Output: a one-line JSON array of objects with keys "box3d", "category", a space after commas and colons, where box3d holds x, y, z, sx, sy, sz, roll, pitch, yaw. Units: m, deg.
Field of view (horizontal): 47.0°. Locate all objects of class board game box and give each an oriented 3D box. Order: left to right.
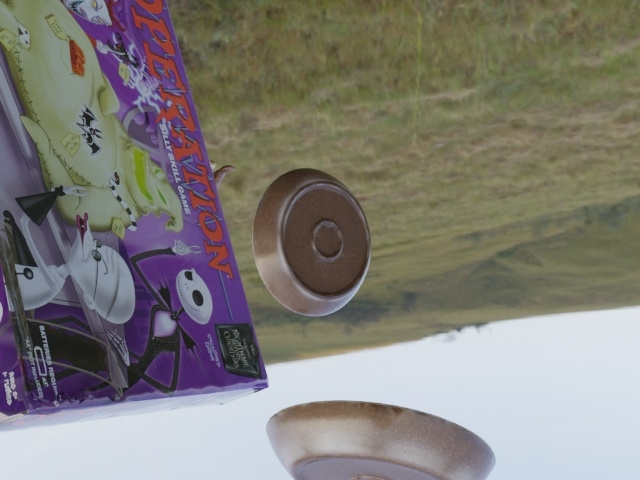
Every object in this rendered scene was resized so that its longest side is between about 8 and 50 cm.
[{"box3d": [-0.143, -0.066, 0.453, 0.056, 0.347, 0.208, -22, 164, 18], "category": "board game box"}]

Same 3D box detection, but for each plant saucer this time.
[{"box3d": [0.000, 0.000, 0.822, 0.168, 0.169, 0.029, -10, 180, -40], "category": "plant saucer"}, {"box3d": [0.048, 0.193, 0.626, 0.198, 0.036, 0.199, 7, 145, 5], "category": "plant saucer"}]

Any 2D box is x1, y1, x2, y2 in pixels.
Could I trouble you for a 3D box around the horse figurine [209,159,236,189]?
[{"box3d": [-0.232, -0.058, 1.298, 0.066, 0.175, 0.263, 19, 157, -22], "category": "horse figurine"}]
